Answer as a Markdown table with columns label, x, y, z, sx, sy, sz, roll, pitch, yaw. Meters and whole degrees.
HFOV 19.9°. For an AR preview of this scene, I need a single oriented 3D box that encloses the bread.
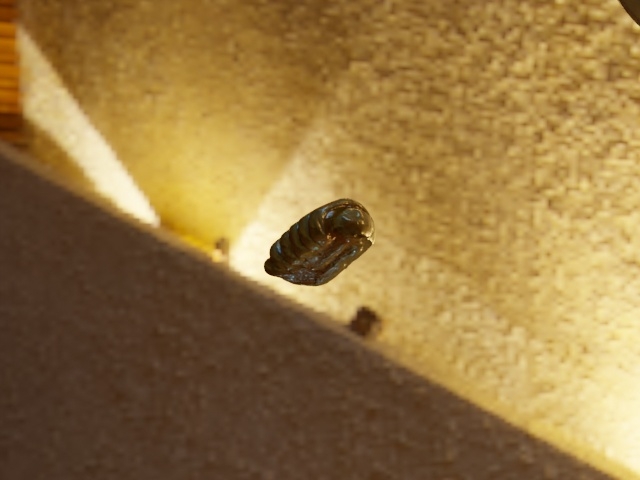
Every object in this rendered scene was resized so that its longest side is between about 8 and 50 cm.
| label | x | y | z | sx | sy | sz | roll | pitch | yaw |
| --- | --- | --- | --- | --- | --- | --- | --- | --- | --- |
| bread | 0.000 | 0.000 | 1.109 | 0.088 | 0.049 | 0.034 | 135 | -46 | -55 |

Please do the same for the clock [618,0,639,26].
| label | x | y | z | sx | sy | sz | roll | pitch | yaw |
| --- | --- | --- | --- | --- | --- | --- | --- | --- | --- |
| clock | 0.248 | -0.219 | 1.117 | 0.198 | 0.172 | 0.064 | -47 | -165 | 12 |
